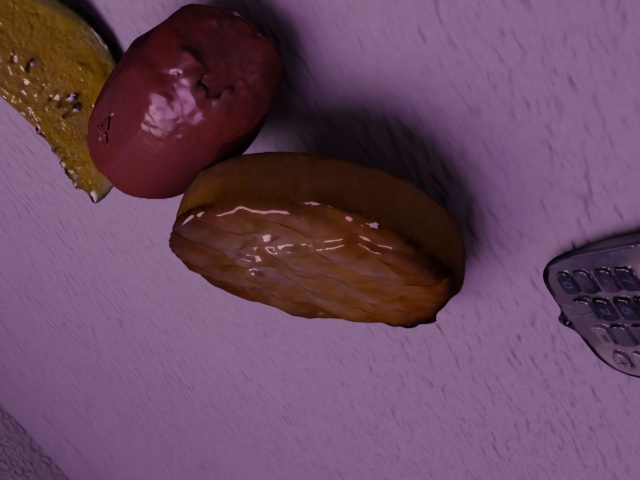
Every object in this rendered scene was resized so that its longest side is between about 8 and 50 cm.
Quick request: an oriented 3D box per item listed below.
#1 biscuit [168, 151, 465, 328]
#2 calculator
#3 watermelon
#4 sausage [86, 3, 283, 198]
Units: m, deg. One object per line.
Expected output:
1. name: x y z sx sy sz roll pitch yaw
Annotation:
1. biscuit: 0.000 0.000 0.838 0.297 0.101 0.296 9 157 4
2. calculator: 0.311 0.062 0.712 0.268 0.040 0.177 -12 121 53
3. watermelon: -0.311 -0.191 0.955 0.123 0.129 0.301 4 139 47
4. sausage: -0.140 -0.131 0.838 0.152 0.152 0.280 47 147 -11
